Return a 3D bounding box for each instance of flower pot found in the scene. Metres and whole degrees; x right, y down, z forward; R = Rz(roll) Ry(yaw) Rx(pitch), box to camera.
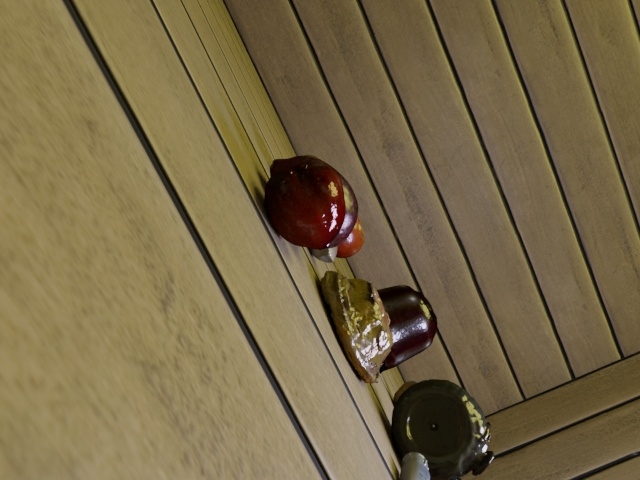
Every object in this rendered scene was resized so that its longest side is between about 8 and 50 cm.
[{"bbox_3d":[0.357,0.573,1.414,0.213,0.302,0.302,60,6,-58],"label":"flower pot"}]

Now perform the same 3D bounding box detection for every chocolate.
[{"bbox_3d":[0.339,0.361,2.112,0.383,0.331,0.383,-24,90,-84],"label":"chocolate"}]

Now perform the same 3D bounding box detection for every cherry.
[{"bbox_3d":[-0.016,-0.103,1.259,0.300,0.203,0.230,49,11,-20],"label":"cherry"}]

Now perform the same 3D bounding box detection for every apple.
[{"bbox_3d":[0.104,-0.041,2.325,0.251,0.206,0.272,-106,172,-47],"label":"apple"}]

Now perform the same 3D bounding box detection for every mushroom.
[{"bbox_3d":[-0.001,0.001,1.591,0.097,0.088,0.212,24,21,-30],"label":"mushroom"}]

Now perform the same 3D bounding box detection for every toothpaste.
[{"bbox_3d":[0.217,0.591,1.097,0.114,0.073,0.299,66,11,1],"label":"toothpaste"}]

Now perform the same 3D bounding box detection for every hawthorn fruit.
[{"bbox_3d":[-0.027,-0.068,1.075,0.185,0.185,0.202,-107,180,-62],"label":"hawthorn fruit"}]

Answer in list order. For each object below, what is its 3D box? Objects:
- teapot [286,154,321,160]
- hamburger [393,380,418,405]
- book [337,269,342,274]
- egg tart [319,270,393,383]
[{"bbox_3d":[-0.052,-0.167,1.565,0.182,0.173,0.269,-68,147,-40],"label":"teapot"},{"bbox_3d":[0.383,0.687,2.020,0.131,0.159,0.185,60,-22,-12],"label":"hamburger"},{"bbox_3d":[0.128,0.234,2.321,0.172,0.012,0.118,-110,173,-48],"label":"book"},{"bbox_3d":[0.120,0.233,1.385,0.352,0.150,0.352,-24,90,-82],"label":"egg tart"}]
